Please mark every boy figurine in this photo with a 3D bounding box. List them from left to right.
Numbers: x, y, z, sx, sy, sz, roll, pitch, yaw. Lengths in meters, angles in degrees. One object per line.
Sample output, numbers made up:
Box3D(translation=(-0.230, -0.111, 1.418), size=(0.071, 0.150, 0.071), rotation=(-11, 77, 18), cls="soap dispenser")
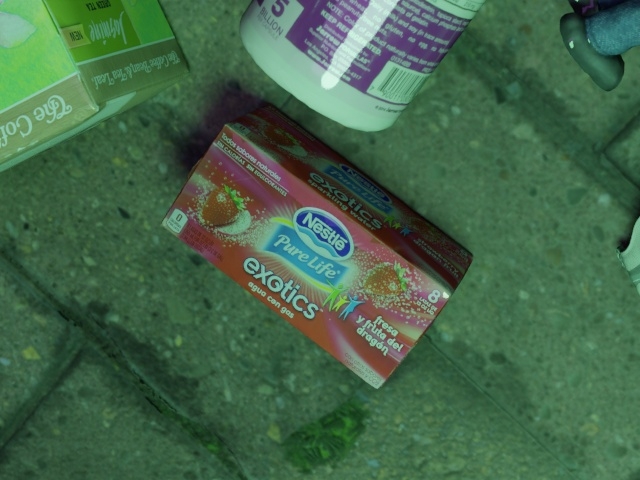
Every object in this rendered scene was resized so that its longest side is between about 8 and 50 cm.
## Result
Box3D(translation=(0.328, -0.232, 1.023), size=(0.285, 0.177, 0.092), rotation=(-26, 125, 35), cls="boy figurine")

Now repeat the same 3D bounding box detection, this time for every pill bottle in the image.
Box3D(translation=(0.074, -0.255, 1.088), size=(0.169, 0.169, 0.301), rotation=(38, 111, 4), cls="pill bottle")

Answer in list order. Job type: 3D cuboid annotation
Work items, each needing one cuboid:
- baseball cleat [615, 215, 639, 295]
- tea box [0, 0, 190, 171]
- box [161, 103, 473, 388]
Box3D(translation=(0.352, -0.015, 1.119), size=(0.206, 0.072, 0.109), rotation=(-32, 94, 27), cls="baseball cleat")
Box3D(translation=(-0.357, -0.215, 1.198), size=(0.329, 0.220, 0.324), rotation=(-24, 98, 22), cls="tea box")
Box3D(translation=(0.000, 0.000, 1.203), size=(0.257, 0.128, 0.123), rotation=(37, 112, 4), cls="box")
